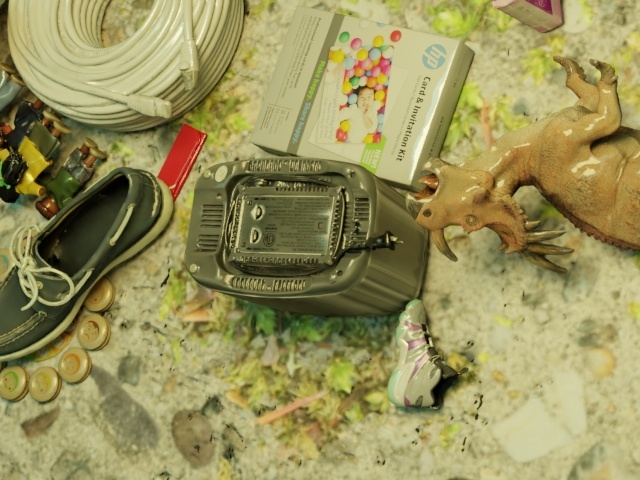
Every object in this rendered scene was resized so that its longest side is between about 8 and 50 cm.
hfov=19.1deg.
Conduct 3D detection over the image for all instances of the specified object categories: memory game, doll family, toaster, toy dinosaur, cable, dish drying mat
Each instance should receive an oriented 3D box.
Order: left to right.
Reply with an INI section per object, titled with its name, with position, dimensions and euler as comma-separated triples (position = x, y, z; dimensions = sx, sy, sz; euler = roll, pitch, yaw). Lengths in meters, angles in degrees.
[doll family]
position = -0.314, -0.096, 1.969
dimensions = 0.111, 0.076, 0.193
euler = -52, 54, 12
[memory game]
position = -0.288, 0.075, 1.938
dimensions = 0.186, 0.012, 0.186
euler = -8, 72, 26
[cable]
position = -0.197, -0.238, 1.932
dimensions = 0.257, 0.089, 0.257
euler = 5, 78, 31
[dish drying mat]
position = -0.144, -0.075, 1.902
dimensions = 0.032, 0.008, 0.083
euler = 26, 90, 33
[toaster]
position = 0.000, 0.000, 1.721
dimensions = 0.227, 0.146, 0.129
euler = 0, 77, 30
[toy dinosaur]
position = 0.243, -0.043, 1.622
dimensions = 0.296, 0.127, 0.200
euler = 20, 94, 19

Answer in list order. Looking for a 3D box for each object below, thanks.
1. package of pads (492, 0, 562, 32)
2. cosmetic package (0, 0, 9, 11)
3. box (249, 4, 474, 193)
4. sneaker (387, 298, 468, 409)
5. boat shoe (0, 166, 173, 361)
[package of pads]
position = 0.186, -0.224, 1.718
dimensions = 0.032, 0.083, 0.050
euler = -19, 68, 34
[cosmetic package]
position = -0.525, -0.134, 1.977
dimensions = 0.161, 0.230, 0.453
euler = 39, 98, -8
[box]
position = 0.037, -0.135, 1.803
dimensions = 0.186, 0.038, 0.145
euler = 17, 85, 30
[sneaker]
position = 0.102, 0.104, 1.704
dimensions = 0.069, 0.038, 0.098
euler = 7, 89, 29
[boat shoe]
position = -0.257, 0.022, 1.882
dimensions = 0.254, 0.079, 0.095
euler = -38, 62, 14
